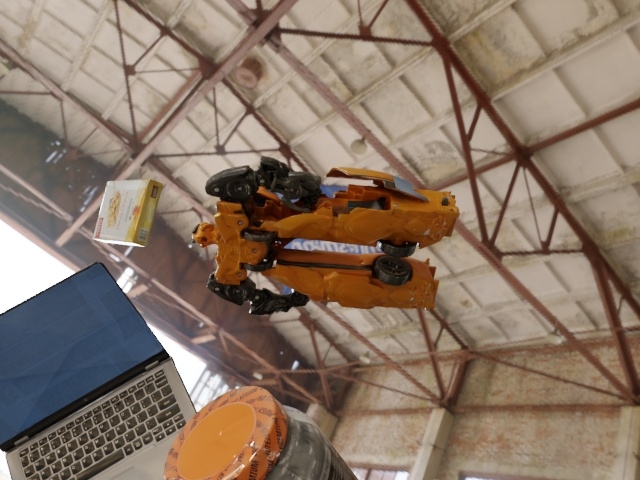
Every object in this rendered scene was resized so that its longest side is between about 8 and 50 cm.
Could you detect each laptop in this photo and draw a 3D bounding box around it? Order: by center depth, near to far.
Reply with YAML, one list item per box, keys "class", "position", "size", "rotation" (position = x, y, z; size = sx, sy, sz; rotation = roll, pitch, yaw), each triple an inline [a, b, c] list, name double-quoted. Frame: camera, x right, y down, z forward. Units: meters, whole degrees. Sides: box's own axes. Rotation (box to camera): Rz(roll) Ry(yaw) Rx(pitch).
- class: "laptop"
  position: [-0.465, 0.332, 1.101]
  size: [0.408, 0.382, 0.236]
  rotation: [57, -7, 26]

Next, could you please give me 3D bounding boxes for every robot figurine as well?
- class: "robot figurine"
  position: [0.000, 0.000, 0.684]
  size: [0.291, 0.085, 0.211]
  rotation: [6, -56, -2]

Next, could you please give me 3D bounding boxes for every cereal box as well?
- class: "cereal box"
  position: [-0.522, -0.076, 1.581]
  size: [0.240, 0.173, 0.047]
  rotation: [3, -12, 44]

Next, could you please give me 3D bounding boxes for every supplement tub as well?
- class: "supplement tub"
  position: [-0.039, 0.343, 0.731]
  size: [0.193, 0.193, 0.316]
  rotation: [-6, -56, 43]
